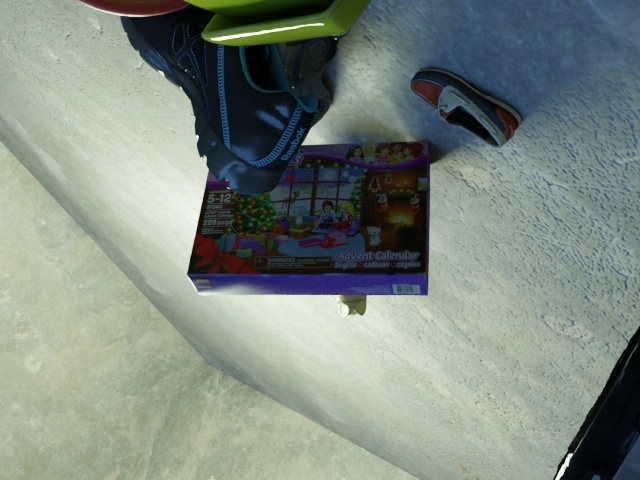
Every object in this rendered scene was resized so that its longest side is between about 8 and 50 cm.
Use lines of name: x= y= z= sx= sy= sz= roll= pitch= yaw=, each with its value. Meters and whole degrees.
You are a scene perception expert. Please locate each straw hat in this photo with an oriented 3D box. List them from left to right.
straw hat: x=0.057 y=0.111 z=1.422 sx=0.145 sy=0.061 sz=0.144 roll=-4 pitch=166 yaw=-1

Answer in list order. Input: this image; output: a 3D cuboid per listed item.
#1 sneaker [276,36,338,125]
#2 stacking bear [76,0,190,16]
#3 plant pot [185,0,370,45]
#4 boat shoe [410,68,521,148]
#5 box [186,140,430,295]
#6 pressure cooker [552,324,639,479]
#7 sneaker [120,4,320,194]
sneaker: x=-0.057 y=-0.220 z=1.019 sx=0.129 sy=0.111 sz=0.297 roll=46 pitch=154 yaw=15
stacking bear: x=-0.268 y=-0.385 z=0.879 sx=0.289 sy=0.164 sz=0.175 roll=51 pitch=153 yaw=42
plant pot: x=-0.042 y=-0.297 z=0.653 sx=0.227 sy=0.228 sz=0.207 roll=11 pitch=151 yaw=50
boat shoe: x=0.155 y=-0.148 z=0.868 sx=0.137 sy=0.043 sz=0.049 roll=32 pitch=160 yaw=20
box: x=-0.009 y=-0.029 z=0.989 sx=0.294 sy=0.200 sz=0.057 roll=-1 pitch=147 yaw=10
pressure cooker: x=0.466 y=0.263 z=0.764 sx=0.420 sy=0.375 sz=0.370 roll=30 pitch=177 yaw=21
sneaker: x=-0.115 y=-0.219 z=0.905 sx=0.139 sy=0.125 sz=0.340 roll=-47 pitch=68 yaw=33
